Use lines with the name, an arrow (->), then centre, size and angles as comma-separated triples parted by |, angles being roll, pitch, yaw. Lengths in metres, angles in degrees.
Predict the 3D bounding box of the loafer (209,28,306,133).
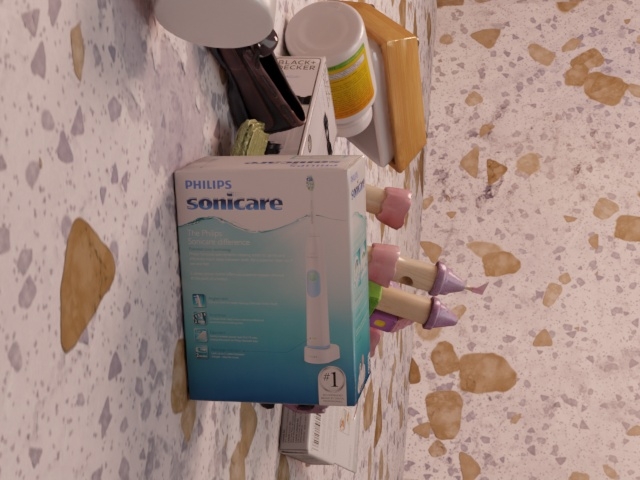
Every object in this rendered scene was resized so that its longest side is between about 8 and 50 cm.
loafer -> -0.087, -0.260, 1.445 | 0.302, 0.095, 0.109 | 75, 21, -52

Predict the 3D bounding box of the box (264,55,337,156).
box -> -0.044, -0.138, 1.675 | 0.169, 0.087, 0.290 | 79, 16, -45

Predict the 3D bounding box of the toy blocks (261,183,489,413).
toy blocks -> 0.089, 0.113, 1.677 | 0.289, 0.260, 0.309 | 117, -11, -54

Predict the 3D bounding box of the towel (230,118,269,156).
towel -> -0.107, -0.093, 1.459 | 0.110, 0.027, 0.148 | -9, 114, -79

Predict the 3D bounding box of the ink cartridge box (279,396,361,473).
ink cartridge box -> 0.009, 0.266, 1.922 | 0.239, 0.060, 0.275 | 45, 46, -61

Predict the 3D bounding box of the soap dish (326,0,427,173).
soap dish -> 0.105, -0.307, 2.078 | 0.229, 0.118, 0.291 | 47, -26, 47

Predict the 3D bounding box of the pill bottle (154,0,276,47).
pill bottle -> -0.105, -0.369, 1.197 | 0.162, 0.162, 0.279 | 58, 35, -69

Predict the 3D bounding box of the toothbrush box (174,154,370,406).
toothbrush box -> -0.054, 0.045, 1.330 | 0.126, 0.216, 0.296 | -50, 138, -72

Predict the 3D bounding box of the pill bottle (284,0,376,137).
pill bottle -> 0.026, -0.291, 1.879 | 0.246, 0.136, 0.136 | 71, 23, -59
